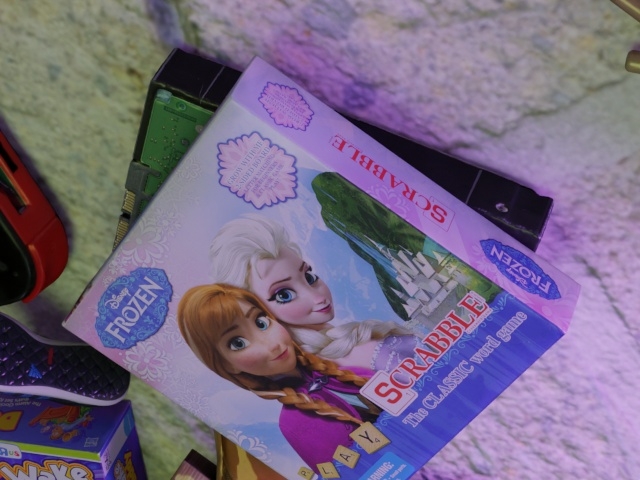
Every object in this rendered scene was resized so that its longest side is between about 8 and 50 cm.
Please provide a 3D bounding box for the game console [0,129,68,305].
[{"bbox_3d":[-0.439,-0.080,1.662,0.342,0.060,0.386,-12,120,36],"label":"game console"}]

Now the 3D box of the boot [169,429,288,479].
[{"bbox_3d":[-0.036,0.204,1.677,0.152,0.073,0.197,34,114,0],"label":"boot"}]

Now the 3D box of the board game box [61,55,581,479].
[{"bbox_3d":[-0.008,0.054,1.494,0.318,0.066,0.318,35,131,-6],"label":"board game box"}]

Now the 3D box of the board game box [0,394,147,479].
[{"bbox_3d":[-0.345,0.256,1.858,0.347,0.078,0.233,5,127,19],"label":"board game box"}]

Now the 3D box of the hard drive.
[{"bbox_3d":[0.000,0.000,1.534,0.339,0.064,0.237,21,130,5],"label":"hard drive"}]

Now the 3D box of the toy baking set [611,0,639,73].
[{"bbox_3d":[0.328,-0.174,1.291,0.256,0.030,0.196,17,130,9],"label":"toy baking set"}]

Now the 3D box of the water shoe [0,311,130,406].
[{"bbox_3d":[-0.280,0.119,1.695,0.203,0.073,0.080,20,156,-19],"label":"water shoe"}]
